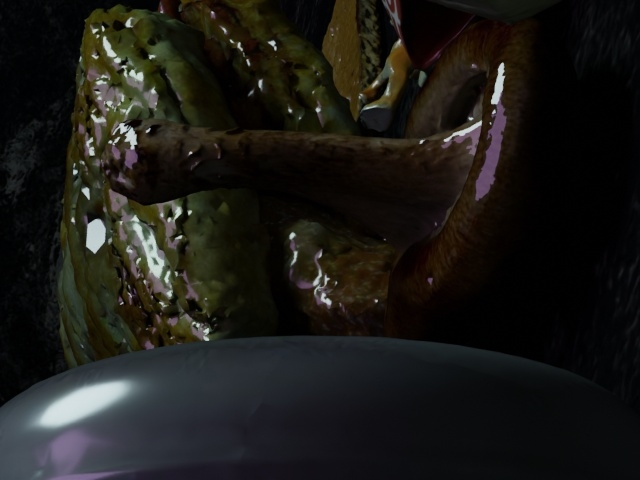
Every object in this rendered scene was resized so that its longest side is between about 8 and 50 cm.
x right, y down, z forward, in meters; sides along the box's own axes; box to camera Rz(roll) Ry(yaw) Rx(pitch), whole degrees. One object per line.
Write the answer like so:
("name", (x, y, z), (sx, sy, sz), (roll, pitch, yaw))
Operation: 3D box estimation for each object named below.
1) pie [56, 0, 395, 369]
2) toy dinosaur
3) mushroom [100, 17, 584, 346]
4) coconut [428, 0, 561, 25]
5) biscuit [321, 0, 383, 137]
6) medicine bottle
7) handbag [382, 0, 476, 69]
("pie", (-0.090, 0.046, 1.121), (0.395, 0.180, 0.418), (62, 149, 29))
("toy dinosaur", (0.088, -0.125, 0.949), (0.212, 0.057, 0.142), (-26, 35, 56))
("mushroom", (0.004, -0.033, 0.788), (0.227, 0.217, 0.148), (115, 163, -55))
("coconut", (0.063, -0.206, 0.612), (0.259, 0.259, 0.259), (-170, 90, -80))
("biscuit", (0.025, -0.133, 1.348), (0.237, 0.026, 0.131), (-93, 15, -51))
("medicine bottle", (0.000, 0.204, 0.494), (0.245, 0.245, 0.306), (121, 150, -65))
("handbag", (0.070, -0.249, 0.839), (0.171, 0.151, 0.298), (-103, 25, -63))
